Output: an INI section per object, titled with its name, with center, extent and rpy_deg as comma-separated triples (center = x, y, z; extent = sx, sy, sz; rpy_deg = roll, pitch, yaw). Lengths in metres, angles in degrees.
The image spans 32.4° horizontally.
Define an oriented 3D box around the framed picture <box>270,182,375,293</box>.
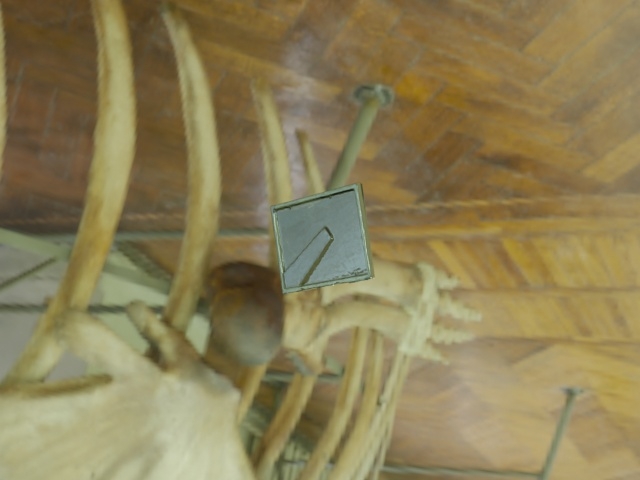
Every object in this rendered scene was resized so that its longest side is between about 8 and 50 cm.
[framed picture]
center = 0.000, 0.000, 1.268
extent = 0.011, 0.109, 0.149
rpy_deg = -2, 173, -44
